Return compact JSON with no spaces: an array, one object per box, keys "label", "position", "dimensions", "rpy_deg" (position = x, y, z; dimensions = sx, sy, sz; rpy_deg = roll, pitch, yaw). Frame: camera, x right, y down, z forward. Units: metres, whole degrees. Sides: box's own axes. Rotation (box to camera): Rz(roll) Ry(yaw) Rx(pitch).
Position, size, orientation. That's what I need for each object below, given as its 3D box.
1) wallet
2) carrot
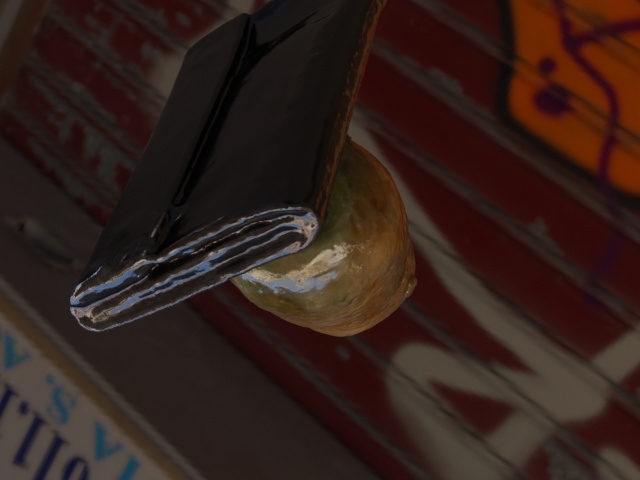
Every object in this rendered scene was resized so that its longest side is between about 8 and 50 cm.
[{"label":"wallet","position":[-0.068,-0.095,1.171],"dimensions":[0.062,0.228,0.406],"rpy_deg":[57,-153,-26]},{"label":"carrot","position":[0.000,0.000,1.637],"dimensions":[0.224,0.224,0.340],"rpy_deg":[36,174,18]}]
